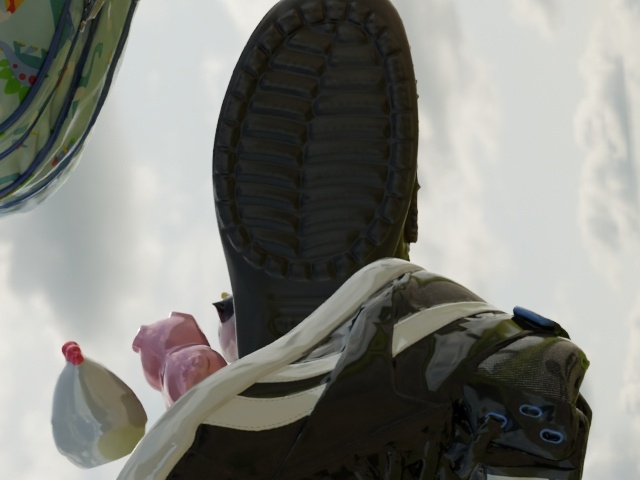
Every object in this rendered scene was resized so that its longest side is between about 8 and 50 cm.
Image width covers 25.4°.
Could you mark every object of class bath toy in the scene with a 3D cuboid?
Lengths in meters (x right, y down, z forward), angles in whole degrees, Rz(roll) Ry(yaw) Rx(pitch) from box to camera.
[{"bbox_3d":[-0.127,0.119,1.476,0.151,0.348,0.129,-18,93,65],"label":"bath toy"}]

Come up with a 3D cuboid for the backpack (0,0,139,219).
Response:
[{"bbox_3d":[-0.278,-0.189,1.098,0.273,0.290,0.355,-115,39,-82],"label":"backpack"}]

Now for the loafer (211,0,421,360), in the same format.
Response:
[{"bbox_3d":[0.000,0.000,0.985,0.130,0.134,0.365,-58,-26,-70],"label":"loafer"}]

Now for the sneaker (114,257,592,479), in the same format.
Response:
[{"bbox_3d":[0.022,0.082,0.486,0.217,0.121,0.079,-43,-42,-41],"label":"sneaker"}]
